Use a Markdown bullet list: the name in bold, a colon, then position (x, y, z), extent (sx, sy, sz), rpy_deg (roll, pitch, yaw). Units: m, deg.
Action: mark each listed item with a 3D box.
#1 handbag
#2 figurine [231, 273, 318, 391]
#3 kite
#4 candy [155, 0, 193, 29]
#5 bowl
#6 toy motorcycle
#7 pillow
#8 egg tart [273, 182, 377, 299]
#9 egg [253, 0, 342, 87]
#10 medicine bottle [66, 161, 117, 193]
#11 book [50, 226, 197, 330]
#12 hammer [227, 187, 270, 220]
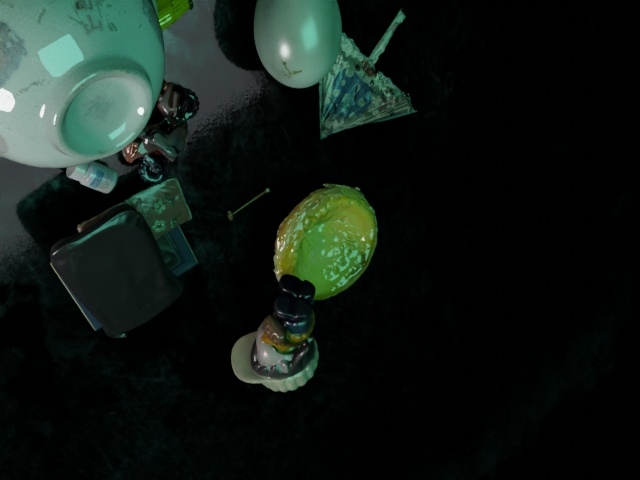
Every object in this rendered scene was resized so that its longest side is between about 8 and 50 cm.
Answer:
- **handbag**: position (-0.404, 0.071, 1.488), extent (0.191, 0.075, 0.332), rpy_deg (-34, 144, -14)
- **figurine**: position (-0.071, 0.235, 1.754), extent (0.204, 0.185, 0.332), rpy_deg (25, 137, -13)
- **kite**: position (0.101, -0.395, 1.756), extent (0.406, 0.014, 0.369), rpy_deg (35, 87, -40)
- **candy**: position (-0.328, -0.486, 1.312), extent (0.187, 0.081, 0.297), rpy_deg (-40, 151, -15)
- **bowl**: position (-0.405, -0.261, 1.218), extent (0.434, 0.196, 0.435), rpy_deg (-35, 153, -20)
- **toy motorcycle**: position (-0.327, -0.223, 1.471), extent (0.118, 0.084, 0.213), rpy_deg (28, 79, -28)
- **pillow**: position (-0.382, -0.036, 1.512), extent (0.232, 0.043, 0.126), rpy_deg (-33, 129, -20)
- **egg tart**: position (0.000, 0.000, 1.796), extent (0.314, 0.120, 0.315), rpy_deg (-16, 121, -29)
- **egg**: position (-0.047, -0.449, 1.510), extent (0.182, 0.182, 0.264), rpy_deg (-14, 112, -31)
- **medicine bottle**: position (-0.450, -0.130, 1.444), extent (0.089, 0.052, 0.052), rpy_deg (23, 96, -40)
- **book**: position (-0.413, 0.049, 1.572), extent (0.269, 0.025, 0.191), rpy_deg (-34, 126, -19)
- **hammer**: position (-0.167, -0.088, 1.701), extent (0.123, 0.014, 0.029), rpy_deg (-37, 137, -21)
